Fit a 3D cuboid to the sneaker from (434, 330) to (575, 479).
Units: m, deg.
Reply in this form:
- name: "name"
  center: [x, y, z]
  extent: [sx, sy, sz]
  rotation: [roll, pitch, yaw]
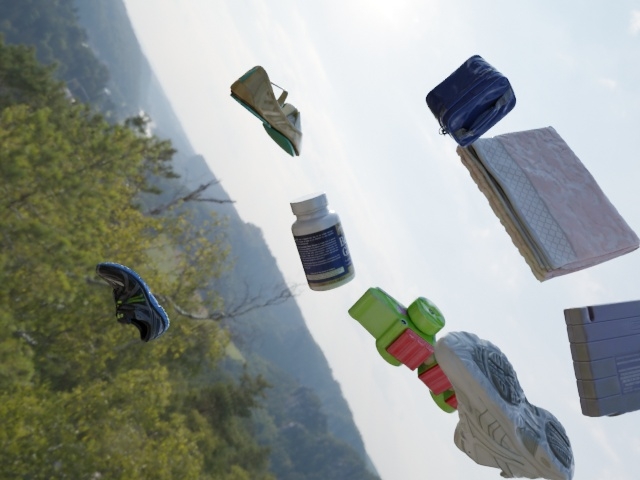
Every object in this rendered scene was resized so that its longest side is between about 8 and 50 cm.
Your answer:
- name: "sneaker"
  center: [0.191, 0.207, 0.663]
  extent: [0.232, 0.115, 0.090]
  rotation: [51, 34, -11]

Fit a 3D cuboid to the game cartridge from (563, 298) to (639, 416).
- name: "game cartridge"
  center: [0.680, 0.243, 1.226]
  extent: [0.068, 0.354, 0.231]
  rotation: [-15, -102, 63]

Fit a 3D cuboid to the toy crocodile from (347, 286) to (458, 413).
- name: "toy crocodile"
  center: [0.191, 0.201, 0.939]
  extent: [0.340, 0.115, 0.105]
  rotation: [41, 26, -9]

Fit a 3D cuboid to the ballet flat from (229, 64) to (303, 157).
- name: "ballet flat"
  center: [-0.069, -0.211, 0.954]
  extent: [0.080, 0.073, 0.232]
  rotation: [39, 0, 23]

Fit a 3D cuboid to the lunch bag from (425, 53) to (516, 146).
- name: "lunch bag"
  center: [0.178, -0.161, 0.675]
  extent: [0.067, 0.098, 0.065]
  rotation: [38, 15, -47]

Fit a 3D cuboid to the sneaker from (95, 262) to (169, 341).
- name: "sneaker"
  center: [-0.370, 0.120, 1.103]
  extent: [0.067, 0.078, 0.188]
  rotation: [-9, -60, 44]

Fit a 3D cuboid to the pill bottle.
- name: "pill bottle"
  center: [0.000, 0.000, 1.047]
  extent: [0.094, 0.094, 0.170]
  rotation: [-149, -139, -73]

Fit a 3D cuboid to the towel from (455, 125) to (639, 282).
- name: "towel"
  center: [0.471, -0.093, 1.166]
  extent: [0.332, 0.316, 0.053]
  rotation: [64, -35, 21]
